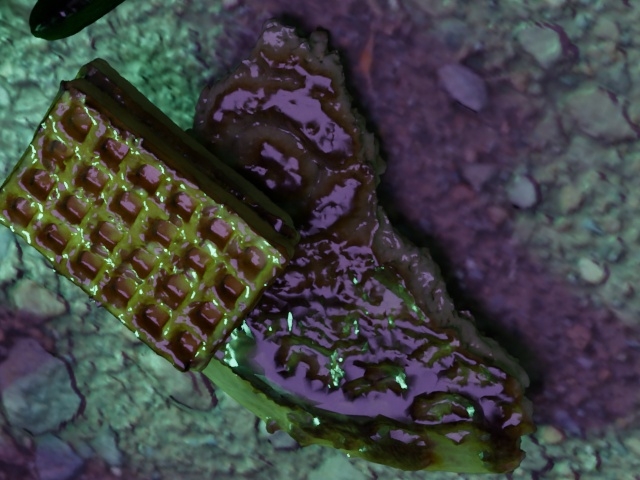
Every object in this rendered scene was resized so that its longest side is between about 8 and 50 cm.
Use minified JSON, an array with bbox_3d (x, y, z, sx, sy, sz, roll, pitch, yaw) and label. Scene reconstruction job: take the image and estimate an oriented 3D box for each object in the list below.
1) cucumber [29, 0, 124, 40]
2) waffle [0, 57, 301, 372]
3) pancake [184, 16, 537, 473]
[{"bbox_3d":[-0.084,-0.152,0.992,0.184,0.033,0.036,-30,86,33],"label":"cucumber"},{"bbox_3d":[-0.091,-0.011,1.015,0.148,0.042,0.102,39,120,2],"label":"waffle"},{"bbox_3d":[0.000,0.000,1.046,0.266,0.057,0.244,12,115,13],"label":"pancake"}]
